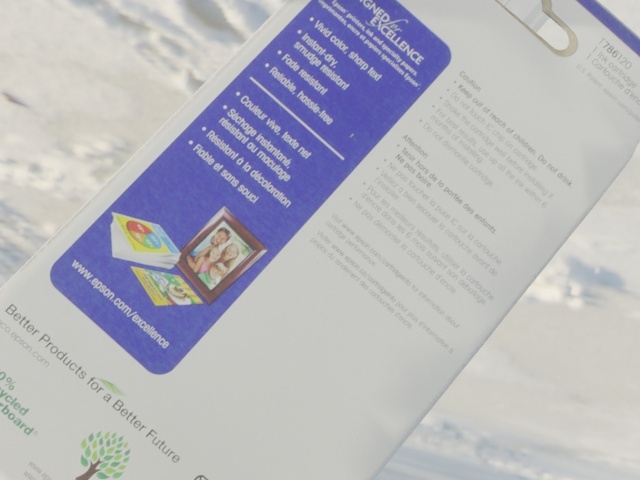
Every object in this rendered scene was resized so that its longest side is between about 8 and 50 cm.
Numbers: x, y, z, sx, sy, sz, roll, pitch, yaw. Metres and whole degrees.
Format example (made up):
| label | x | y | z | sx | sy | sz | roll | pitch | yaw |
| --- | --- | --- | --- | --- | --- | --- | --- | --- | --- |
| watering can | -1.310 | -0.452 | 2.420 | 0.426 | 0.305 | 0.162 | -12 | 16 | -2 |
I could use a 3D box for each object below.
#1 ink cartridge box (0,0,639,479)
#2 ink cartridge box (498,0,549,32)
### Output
| label | x | y | z | sx | sy | sz | roll | pitch | yaw |
| --- | --- | --- | --- | --- | --- | --- | --- | --- | --- |
| ink cartridge box | 0.000 | 0.000 | 0.522 | 0.165 | 0.333 | 0.065 | 42 | 164 | 2 |
| ink cartridge box | 0.082 | -0.206 | 0.832 | 0.060 | 0.275 | 0.239 | 19 | 139 | 30 |
